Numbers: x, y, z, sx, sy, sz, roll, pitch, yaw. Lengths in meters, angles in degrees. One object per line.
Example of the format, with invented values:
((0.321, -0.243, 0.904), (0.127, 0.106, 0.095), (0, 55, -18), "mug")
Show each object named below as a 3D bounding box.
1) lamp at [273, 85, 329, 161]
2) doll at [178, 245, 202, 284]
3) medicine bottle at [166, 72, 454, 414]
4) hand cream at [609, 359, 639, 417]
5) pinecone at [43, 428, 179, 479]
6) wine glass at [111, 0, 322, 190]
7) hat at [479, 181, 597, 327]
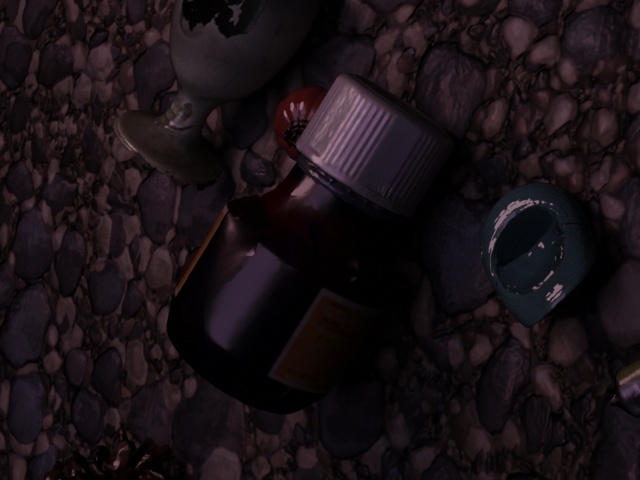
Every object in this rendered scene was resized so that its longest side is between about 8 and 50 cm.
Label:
((-0.009, -0.149, 1.903), (0.107, 0.092, 0.107), (10, 117, 19), "lamp")
((-0.115, 0.065, 1.986), (0.188, 0.096, 0.145), (-18, 78, 31), "doll")
((0.000, 0.000, 1.784), (0.395, 0.242, 0.242), (-55, 51, 14), "medicine bottle")
((0.405, 0.124, 1.506), (0.235, 0.055, 0.086), (-30, 67, 29), "hand cream")
((-0.298, 0.371, 2.054), (0.204, 0.179, 0.184), (-35, 28, 20), "pinecone")
((-0.137, -0.256, 1.984), (0.190, 0.190, 0.357), (53, 124, 35), "wine glass")
((0.254, 0.024, 1.644), (0.138, 0.078, 0.191), (-42, 39, 23), "hat")
